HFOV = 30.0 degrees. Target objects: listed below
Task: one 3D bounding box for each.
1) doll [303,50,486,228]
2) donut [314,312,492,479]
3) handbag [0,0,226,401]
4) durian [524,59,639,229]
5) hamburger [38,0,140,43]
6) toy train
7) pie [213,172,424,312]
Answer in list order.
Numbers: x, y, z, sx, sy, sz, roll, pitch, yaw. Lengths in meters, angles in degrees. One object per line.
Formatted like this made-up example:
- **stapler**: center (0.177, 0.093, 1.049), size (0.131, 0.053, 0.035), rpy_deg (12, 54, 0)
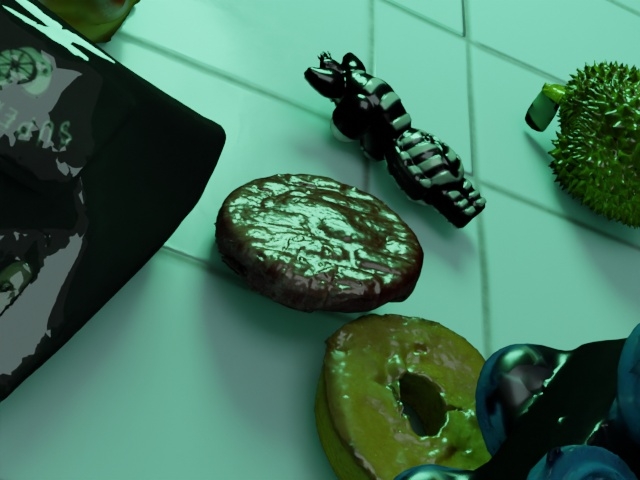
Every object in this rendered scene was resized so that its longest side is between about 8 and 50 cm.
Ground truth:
- **doll**: center (0.071, -0.099, 1.161), size (0.219, 0.067, 0.091), rpy_deg (47, 38, 5)
- **donut**: center (0.068, 0.143, 0.932), size (0.162, 0.065, 0.178), rpy_deg (18, 45, -15)
- **handbag**: center (-0.257, -0.061, 0.831), size (0.342, 0.152, 0.288), rpy_deg (36, 48, -14)
- **durian**: center (0.332, -0.108, 1.285), size (0.159, 0.146, 0.198), rpy_deg (10, 51, -30)
- **hamburger**: center (-0.239, -0.323, 1.034), size (0.276, 0.237, 0.276), rpy_deg (18, 46, -20)
- **toy train**: center (0.203, 0.209, 0.820), size (0.300, 0.188, 0.265), rpy_deg (-42, 104, -39)
- **pie**: center (0.000, 0.000, 0.995), size (0.182, 0.049, 0.182), rpy_deg (13, 30, -8)
